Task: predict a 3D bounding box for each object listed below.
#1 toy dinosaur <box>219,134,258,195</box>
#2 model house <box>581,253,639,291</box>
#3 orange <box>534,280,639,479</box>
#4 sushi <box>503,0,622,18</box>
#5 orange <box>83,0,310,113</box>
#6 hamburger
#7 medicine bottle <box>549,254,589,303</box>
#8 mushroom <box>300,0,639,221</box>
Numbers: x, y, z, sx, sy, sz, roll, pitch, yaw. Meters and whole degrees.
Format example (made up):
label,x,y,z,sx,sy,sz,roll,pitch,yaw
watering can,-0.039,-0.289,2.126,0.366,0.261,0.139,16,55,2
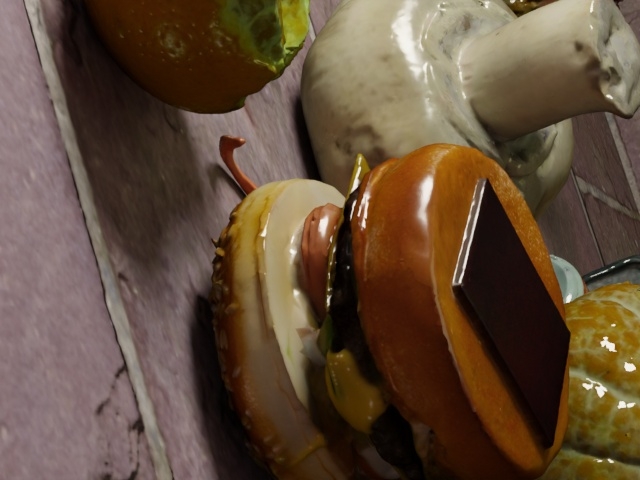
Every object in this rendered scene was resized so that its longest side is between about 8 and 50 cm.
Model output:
label,x,y,z,sx,sy,sz,roll,pitch,yaw
toy dinosaur,-0.002,0.005,1.553,0.055,0.101,0.280,-64,145,-35
model house,0.384,0.159,2.473,0.301,0.190,0.271,-97,162,-84
orange,0.330,0.207,1.964,0.329,0.249,0.329,-13,107,-48
sushi,0.273,-0.337,2.463,0.171,0.270,0.237,-86,164,-61
orange,-0.088,-0.186,1.351,0.237,0.158,0.179,-72,142,-63
hamburger,0.049,0.071,1.372,0.291,0.225,0.291,45,35,-45
medicine bottle,0.276,0.131,2.156,0.139,0.139,0.225,-93,156,-45
mushroom,0.157,-0.131,1.735,0.314,0.336,0.314,18,64,-42
